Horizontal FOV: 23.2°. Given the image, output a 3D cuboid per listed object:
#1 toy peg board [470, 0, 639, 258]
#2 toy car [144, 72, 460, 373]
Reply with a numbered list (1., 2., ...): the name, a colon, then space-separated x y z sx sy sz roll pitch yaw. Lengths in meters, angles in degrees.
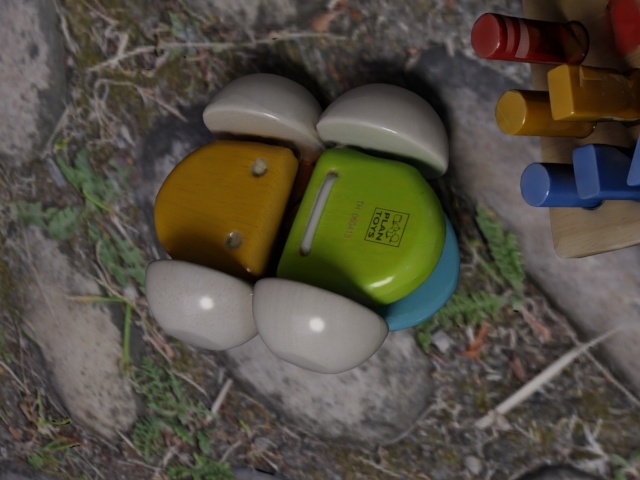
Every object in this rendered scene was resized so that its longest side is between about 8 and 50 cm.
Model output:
1. toy peg board: 0.128 -0.083 0.674 0.161 0.079 0.160 -17 76 54
2. toy car: 0.000 0.000 0.885 0.182 0.159 0.136 8 161 34
